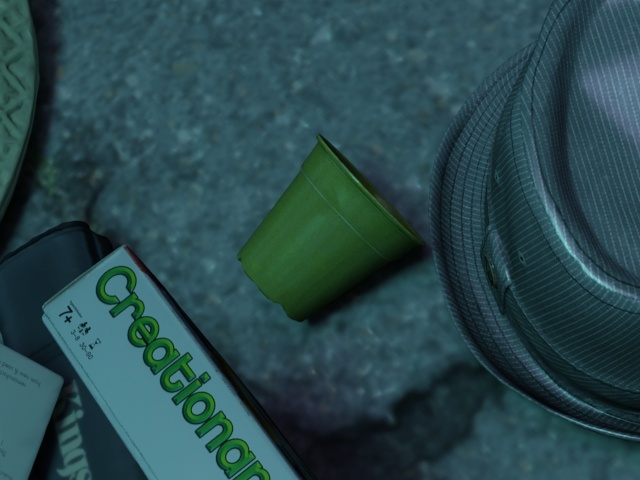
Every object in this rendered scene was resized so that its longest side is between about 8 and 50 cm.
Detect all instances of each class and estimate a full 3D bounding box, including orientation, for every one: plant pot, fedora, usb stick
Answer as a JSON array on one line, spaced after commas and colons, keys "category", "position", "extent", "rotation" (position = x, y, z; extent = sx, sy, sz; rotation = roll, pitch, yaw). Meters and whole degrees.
[{"category": "plant pot", "position": [0.000, 0.000, 0.818], "extent": [0.079, 0.083, 0.083], "rotation": [-45, 59, 5]}, {"category": "fedora", "position": [0.165, -0.040, 0.755], "extent": [0.243, 0.124, 0.275], "rotation": [-9, 60, 12]}, {"category": "usb stick", "position": [-0.116, 0.113, 0.805], "extent": [0.077, 0.045, 0.278], "rotation": [-25, 59, 7]}]

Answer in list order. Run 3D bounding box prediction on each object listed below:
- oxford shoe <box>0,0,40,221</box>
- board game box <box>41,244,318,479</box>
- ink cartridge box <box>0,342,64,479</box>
[{"category": "oxford shoe", "position": [-0.273, -0.149, 0.957], "extent": [0.130, 0.169, 0.449], "rotation": [-32, 56, 49]}, {"category": "board game box", "position": [0.006, 0.157, 0.658], "extent": [0.053, 0.193, 0.305], "rotation": [-37, 59, -4]}, {"category": "ink cartridge box", "position": [-0.234, 0.159, 0.772], "extent": [0.134, 0.078, 0.231], "rotation": [-4, 60, 43]}]
